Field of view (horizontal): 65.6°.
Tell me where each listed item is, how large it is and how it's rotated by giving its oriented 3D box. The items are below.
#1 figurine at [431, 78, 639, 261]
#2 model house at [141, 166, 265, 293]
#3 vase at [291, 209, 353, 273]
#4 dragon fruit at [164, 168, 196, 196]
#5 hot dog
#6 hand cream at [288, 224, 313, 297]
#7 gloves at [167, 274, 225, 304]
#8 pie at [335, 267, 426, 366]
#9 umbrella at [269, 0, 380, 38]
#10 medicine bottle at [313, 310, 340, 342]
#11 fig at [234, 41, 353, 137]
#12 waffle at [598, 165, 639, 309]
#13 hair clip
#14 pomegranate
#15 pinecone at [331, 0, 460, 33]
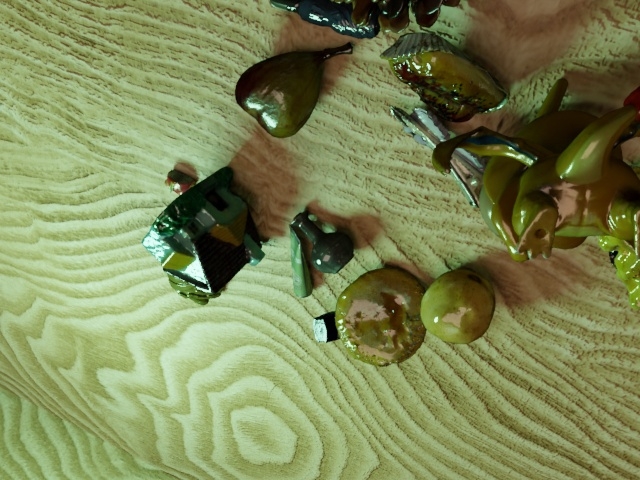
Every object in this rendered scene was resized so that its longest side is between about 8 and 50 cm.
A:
[{"bbox_3d":[0.412,-0.111,0.793,0.401,0.387,0.268,-19,103,19],"label":"figurine"},{"bbox_3d":[-0.273,-0.003,1.300,0.249,0.280,0.230,44,128,-4],"label":"model house"},{"bbox_3d":[0.000,0.000,1.293,0.183,0.120,0.120,45,132,8],"label":"vase"},{"bbox_3d":[-0.401,-0.156,1.400,0.083,0.060,0.056,28,128,2],"label":"dragon fruit"},{"bbox_3d":[0.226,-0.287,0.897,0.270,0.082,0.162,17,179,-39],"label":"hot dog"},{"bbox_3d":[-0.061,0.071,1.399,0.055,0.086,0.235,-19,128,-14],"label":"hand cream"},{"bbox_3d":[-0.399,0.083,1.521,0.154,0.141,0.331,6,126,21],"label":"gloves"},{"bbox_3d":[0.163,0.202,1.308,0.273,0.069,0.273,0,92,14],"label":"pie"},{"bbox_3d":[0.006,-0.451,0.988,0.248,0.071,0.071,18,130,18],"label":"umbrella"},{"bbox_3d":[0.115,0.238,1.401,0.258,0.124,0.079,-7,91,27],"label":"medicine bottle"},{"bbox_3d":[-0.050,-0.336,1.058,0.274,0.145,0.170,-30,109,24],"label":"fig"},{"bbox_3d":[0.744,-0.016,0.934,0.382,0.095,0.380,-19,112,33],"label":"waffle"},{"bbox_3d":[0.255,-0.184,1.030,0.292,0.084,0.106,43,174,-5],"label":"hair clip"},{"bbox_3d":[0.332,0.167,1.200,0.196,0.196,0.196,13,128,17],"label":"pomegranate"},{"bbox_3d":[0.113,-0.456,0.797,0.264,0.264,0.264,13,128,17],"label":"pinecone"}]
